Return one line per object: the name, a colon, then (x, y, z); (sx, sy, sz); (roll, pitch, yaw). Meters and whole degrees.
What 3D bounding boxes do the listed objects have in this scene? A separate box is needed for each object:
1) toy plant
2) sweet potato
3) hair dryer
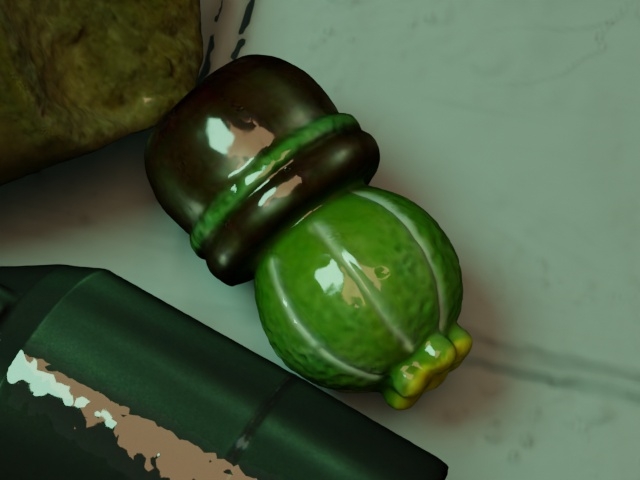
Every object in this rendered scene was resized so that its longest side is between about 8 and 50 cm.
toy plant: (0.000, 0.000, 0.673); (0.093, 0.093, 0.162); (-36, 78, -12)
sweet potato: (-0.230, -0.072, 0.664); (0.370, 0.158, 0.157); (-16, 74, 0)
hair dryer: (-0.124, 0.162, 0.619); (0.244, 0.116, 0.302); (28, 81, 9)
